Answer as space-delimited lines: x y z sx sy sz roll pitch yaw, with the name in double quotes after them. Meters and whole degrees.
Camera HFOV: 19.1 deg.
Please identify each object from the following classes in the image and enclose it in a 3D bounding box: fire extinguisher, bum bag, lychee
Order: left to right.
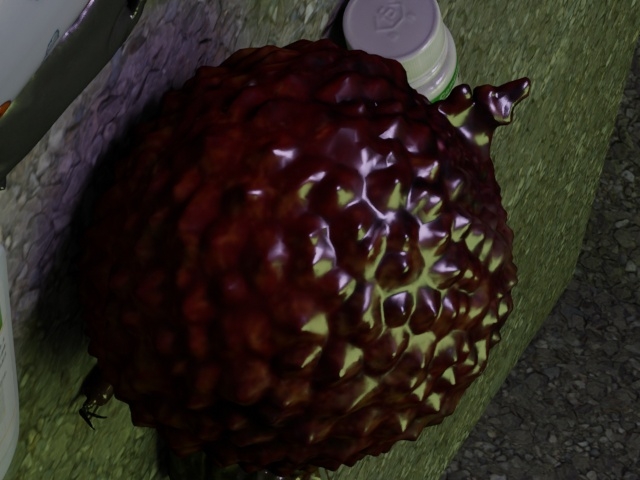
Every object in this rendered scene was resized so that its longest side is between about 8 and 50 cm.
-0.224 -0.157 1.495 0.326 0.079 0.142 -52 151 -30 "bum bag"
-0.212 0.133 2.004 0.049 0.035 0.173 -26 -158 50 "fire extinguisher"
0.000 0.000 1.828 0.500 0.424 0.424 -38 160 -3 "lychee"

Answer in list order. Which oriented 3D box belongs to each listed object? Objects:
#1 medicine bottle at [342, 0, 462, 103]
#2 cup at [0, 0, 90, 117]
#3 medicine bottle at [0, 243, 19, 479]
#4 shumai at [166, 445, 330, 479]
0.098 -0.214 2.293 0.139 0.139 0.237 -61 161 -16 "medicine bottle"
-0.252 -0.166 1.149 0.317 0.212 0.212 -58 162 -21 "cup"
-0.316 0.089 1.461 0.179 0.124 0.324 -50 159 -36 "medicine bottle"
-0.071 0.229 2.257 0.189 0.218 0.256 -46 155 -29 "shumai"
